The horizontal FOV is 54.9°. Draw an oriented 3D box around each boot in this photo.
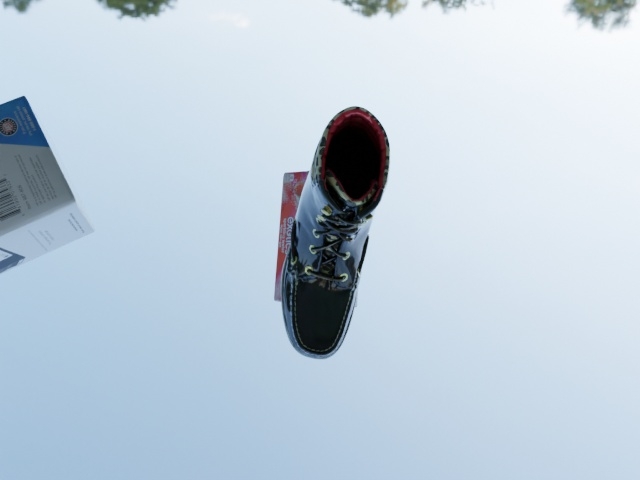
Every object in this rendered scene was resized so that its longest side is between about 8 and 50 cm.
[{"bbox_3d":[0.010,-0.001,0.603,0.085,0.178,0.237,10,-99,-3],"label":"boot"}]

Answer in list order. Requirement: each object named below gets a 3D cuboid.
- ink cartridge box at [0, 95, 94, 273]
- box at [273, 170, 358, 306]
[{"bbox_3d":[-0.720,-0.076,1.261,0.394,0.166,0.286,-27,-107,-15],"label":"ink cartridge box"},{"bbox_3d":[0.000,0.000,1.205,0.122,0.128,0.257,0,-99,31],"label":"box"}]
